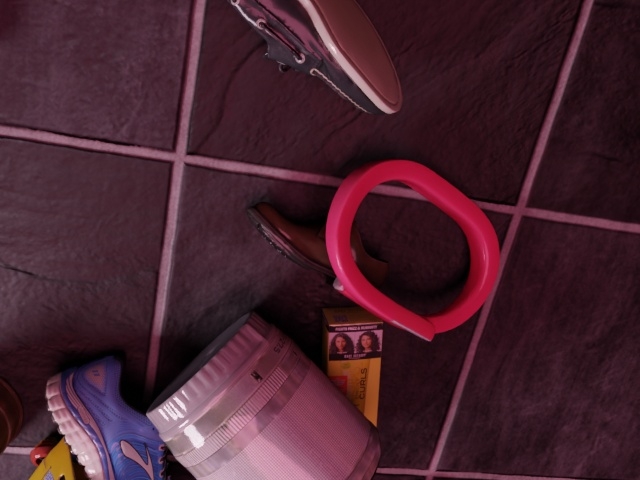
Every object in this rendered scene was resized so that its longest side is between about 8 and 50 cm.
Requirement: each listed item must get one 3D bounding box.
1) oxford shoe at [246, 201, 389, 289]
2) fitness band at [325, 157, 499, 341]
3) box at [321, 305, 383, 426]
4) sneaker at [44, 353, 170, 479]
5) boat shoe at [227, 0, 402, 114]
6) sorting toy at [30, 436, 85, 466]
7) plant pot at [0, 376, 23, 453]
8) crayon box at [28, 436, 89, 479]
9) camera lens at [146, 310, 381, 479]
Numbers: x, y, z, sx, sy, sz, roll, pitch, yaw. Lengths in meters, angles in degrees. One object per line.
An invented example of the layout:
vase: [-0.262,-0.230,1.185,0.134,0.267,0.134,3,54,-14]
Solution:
oxford shoe: [0.000,0.000,0.914,0.227,0.083,0.096,32,89,-23]
fitness band: [0.130,0.014,0.906,0.291,0.054,0.209,33,78,-27]
box: [0.045,0.216,1.014,0.087,0.058,0.232,-1,113,-9]
sneaker: [-0.254,0.312,0.936,0.147,0.130,0.330,-29,94,-16]
boat shoe: [-0.039,-0.263,0.772,0.113,0.127,0.340,-27,127,35]
sorting toy: [-0.390,0.327,1.005,0.061,0.042,0.102,-36,127,23]
plant pot: [-0.513,0.284,0.892,0.167,0.165,0.167,-4,113,-9]
crayon box: [-0.397,0.461,0.921,0.081,0.202,0.318,27,107,-40]
camera lens: [-0.071,0.262,0.899,0.219,0.219,0.274,-42,95,9]
